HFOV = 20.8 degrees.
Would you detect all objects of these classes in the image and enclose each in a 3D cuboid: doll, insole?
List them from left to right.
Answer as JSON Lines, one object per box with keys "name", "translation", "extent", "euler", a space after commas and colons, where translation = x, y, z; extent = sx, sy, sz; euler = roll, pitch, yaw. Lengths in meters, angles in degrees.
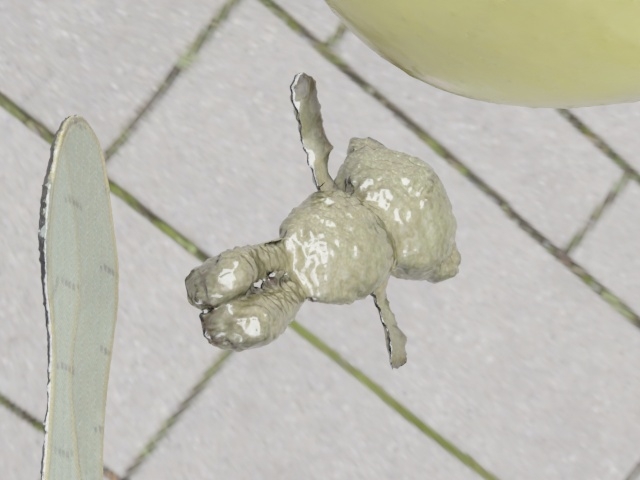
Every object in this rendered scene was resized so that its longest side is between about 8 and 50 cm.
{"name": "insole", "translation": [-0.172, 0.079, 1.243], "extent": [0.009, 0.119, 0.349], "euler": [-5, 73, 20]}
{"name": "doll", "translation": [0.011, 0.014, 1.217], "extent": [0.202, 0.286, 0.091], "euler": [42, 124, -19]}

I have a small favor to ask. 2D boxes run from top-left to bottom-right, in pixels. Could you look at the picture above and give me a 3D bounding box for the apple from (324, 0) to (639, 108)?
{"name": "apple", "translation": [0.078, -0.132, 0.553], "extent": [0.200, 0.200, 0.200], "euler": [-4, 105, -17]}
